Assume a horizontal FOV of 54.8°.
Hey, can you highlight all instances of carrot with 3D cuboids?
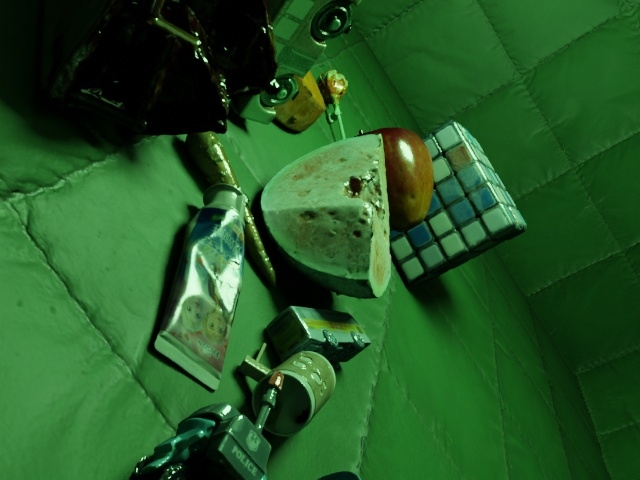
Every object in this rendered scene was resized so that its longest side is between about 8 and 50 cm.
[{"bbox_3d":[-0.073,-0.360,1.306,0.259,0.100,0.307,60,19,-7],"label":"carrot"},{"bbox_3d":[-0.121,-0.048,0.865,0.255,0.049,0.049,63,21,-3],"label":"carrot"}]

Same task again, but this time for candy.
[{"bbox_3d":[0.047,-0.321,1.572,0.084,0.078,0.288,18,47,-37],"label":"candy"}]

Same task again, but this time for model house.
[{"bbox_3d":[-0.143,-0.277,0.756,0.282,0.297,0.317,28,35,-45],"label":"model house"}]

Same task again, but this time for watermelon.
[{"bbox_3d":[0.017,-0.020,0.999,0.322,0.188,0.175,-69,153,-51],"label":"watermelon"}]

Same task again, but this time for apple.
[{"bbox_3d":[0.122,-0.124,1.275,0.234,0.233,0.234,48,24,-29],"label":"apple"}]

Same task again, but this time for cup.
[{"bbox_3d":[-0.041,0.173,0.728,0.099,0.102,0.074,-17,116,-70],"label":"cup"}]

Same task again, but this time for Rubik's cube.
[{"bbox_3d":[0.304,-0.084,1.530,0.293,0.286,0.292,62,22,9],"label":"Rubik's cube"}]

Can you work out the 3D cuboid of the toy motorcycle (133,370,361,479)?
[{"bbox_3d":[-0.038,0.248,0.544,0.272,0.123,0.182,53,32,-18],"label":"toy motorcycle"}]

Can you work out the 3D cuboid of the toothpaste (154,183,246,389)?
[{"bbox_3d":[-0.129,0.038,0.719,0.096,0.061,0.266,46,31,-34],"label":"toothpaste"}]

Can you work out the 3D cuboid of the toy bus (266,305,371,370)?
[{"bbox_3d":[0.001,0.136,0.864,0.075,0.064,0.190,55,17,23],"label":"toy bus"}]

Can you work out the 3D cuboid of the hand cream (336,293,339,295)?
[{"bbox_3d":[-0.001,0.001,1.085,0.052,0.038,0.216,79,-11,-61],"label":"hand cream"}]

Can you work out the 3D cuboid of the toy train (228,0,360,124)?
[{"bbox_3d":[-0.067,-0.344,1.002,0.159,0.326,0.129,6,47,-45],"label":"toy train"}]
